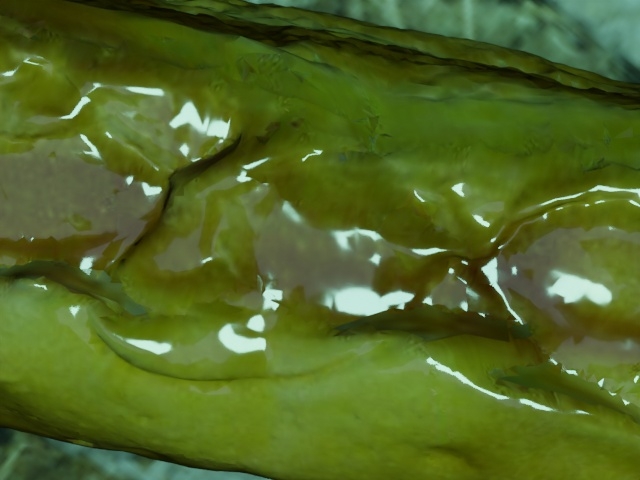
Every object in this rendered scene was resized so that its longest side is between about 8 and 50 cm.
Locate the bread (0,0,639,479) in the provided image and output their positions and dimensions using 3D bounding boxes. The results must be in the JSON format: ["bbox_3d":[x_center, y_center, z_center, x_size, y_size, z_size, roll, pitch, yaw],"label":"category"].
[{"bbox_3d":[-0.001,0.006,0.627,0.344,0.195,0.149,11,102,0],"label":"bread"}]
